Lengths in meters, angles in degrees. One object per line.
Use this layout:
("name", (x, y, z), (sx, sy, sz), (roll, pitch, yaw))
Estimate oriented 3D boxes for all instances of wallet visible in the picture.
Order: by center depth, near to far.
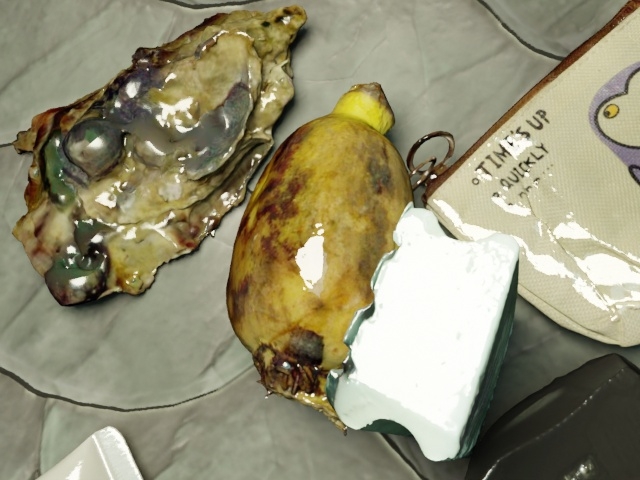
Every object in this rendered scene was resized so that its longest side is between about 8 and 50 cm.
("wallet", (0.273, -0.064, 0.678), (0.335, 0.068, 0.275), (-40, 74, -5))

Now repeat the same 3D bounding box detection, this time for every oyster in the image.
("oyster", (-0.146, -0.094, 0.719), (0.361, 0.096, 0.221), (-30, 83, 1))

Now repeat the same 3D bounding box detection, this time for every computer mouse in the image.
("computer mouse", (0.203, 0.187, 0.621), (0.217, 0.073, 0.122), (-27, 95, -13))

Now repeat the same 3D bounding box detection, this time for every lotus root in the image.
("lotus root", (0.000, 0.000, 0.641), (0.141, 0.169, 0.314), (19, 72, -25))

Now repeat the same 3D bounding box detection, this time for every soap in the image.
("soap", (0.095, 0.088, 0.568), (0.094, 0.261, 0.150), (22, 81, 20))

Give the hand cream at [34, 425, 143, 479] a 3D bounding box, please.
("hand cream", (-0.286, 0.304, 0.649), (0.314, 0.089, 0.139), (-31, 78, -9))
